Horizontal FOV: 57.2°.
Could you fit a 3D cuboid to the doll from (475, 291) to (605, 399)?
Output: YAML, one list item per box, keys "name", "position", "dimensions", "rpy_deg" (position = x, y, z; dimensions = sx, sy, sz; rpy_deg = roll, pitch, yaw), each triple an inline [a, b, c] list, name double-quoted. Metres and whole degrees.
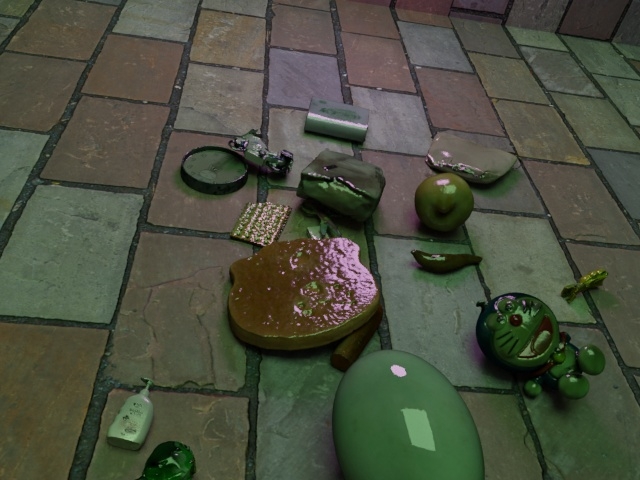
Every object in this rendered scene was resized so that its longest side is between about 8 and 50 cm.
- name: "doll"
  position: [0.521, 0.257, 1.466]
  dimensions: [0.322, 0.186, 0.198]
  rpy_deg: [43, 79, 7]

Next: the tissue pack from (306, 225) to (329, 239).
- name: "tissue pack"
  position: [0.000, 0.000, 1.723]
  dimensions: [0.056, 0.023, 0.108]
  rpy_deg: [-5, 44, -21]

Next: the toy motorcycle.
- name: "toy motorcycle"
  position: [-0.186, -0.290, 1.925]
  dimensions: [0.221, 0.102, 0.150]
  rpy_deg: [27, 31, 2]

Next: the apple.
- name: "apple"
  position: [0.386, -0.121, 1.838]
  dimensions: [0.200, 0.200, 0.200]
  rpy_deg: [7, 42, -7]

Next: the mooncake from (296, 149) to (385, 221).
- name: "mooncake"
  position: [0.073, -0.169, 1.834]
  dimensions: [0.250, 0.136, 0.254]
  rpy_deg: [21, 34, 10]

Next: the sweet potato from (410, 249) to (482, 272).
- name: "sweet potato"
  position: [0.380, 0.063, 1.731]
  dimensions: [0.250, 0.059, 0.069]
  rpy_deg: [2, 31, -19]

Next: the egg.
- name: "egg"
  position: [0.167, 0.392, 1.151]
  dimensions: [0.276, 0.276, 0.388]
  rpy_deg: [-7, 46, -21]

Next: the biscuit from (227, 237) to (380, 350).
- name: "biscuit"
  position: [-0.051, 0.131, 1.513]
  dimensions: [0.386, 0.062, 0.365]
  rpy_deg: [-9, 41, -9]

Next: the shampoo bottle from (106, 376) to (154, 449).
- name: "shampoo bottle"
  position: [-0.381, 0.356, 1.224]
  dimensions: [0.077, 0.045, 0.151]
  rpy_deg: [14, 41, 1]

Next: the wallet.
- name: "wallet"
  position: [0.550, -0.301, 2.167]
  dimensions: [0.335, 0.068, 0.275]
  rpy_deg: [24, 39, 21]

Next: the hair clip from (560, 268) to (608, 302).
- name: "hair clip"
  position: [0.794, 0.132, 1.756]
  dimensions: [0.173, 0.072, 0.046]
  rpy_deg: [-23, 56, -22]

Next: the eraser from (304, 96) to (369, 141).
- name: "eraser"
  position: [0.064, -0.450, 2.187]
  dimensions: [0.227, 0.081, 0.174]
  rpy_deg: [13, 42, -2]

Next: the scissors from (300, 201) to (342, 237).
- name: "scissors"
  position: [0.016, -0.062, 1.775]
  dimensions: [0.134, 0.020, 0.187]
  rpy_deg: [6, 32, -17]

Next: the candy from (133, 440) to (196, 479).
- name: "candy"
  position: [-0.389, 0.472, 1.088]
  dimensions: [0.324, 0.097, 0.097]
  rpy_deg: [-19, 51, -20]

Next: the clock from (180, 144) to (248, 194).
- name: "clock"
  position: [-0.337, -0.229, 1.873]
  dimensions: [0.215, 0.041, 0.214]
  rpy_deg: [7, 42, -6]

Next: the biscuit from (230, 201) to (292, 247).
- name: "biscuit"
  position: [-0.177, -0.055, 1.744]
  dimensions: [0.144, 0.016, 0.203]
  rpy_deg: [16, 43, 2]

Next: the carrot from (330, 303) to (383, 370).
- name: "carrot"
  position: [0.099, 0.230, 1.470]
  dimensions: [0.067, 0.067, 0.225]
  rpy_deg: [26, 45, 14]
